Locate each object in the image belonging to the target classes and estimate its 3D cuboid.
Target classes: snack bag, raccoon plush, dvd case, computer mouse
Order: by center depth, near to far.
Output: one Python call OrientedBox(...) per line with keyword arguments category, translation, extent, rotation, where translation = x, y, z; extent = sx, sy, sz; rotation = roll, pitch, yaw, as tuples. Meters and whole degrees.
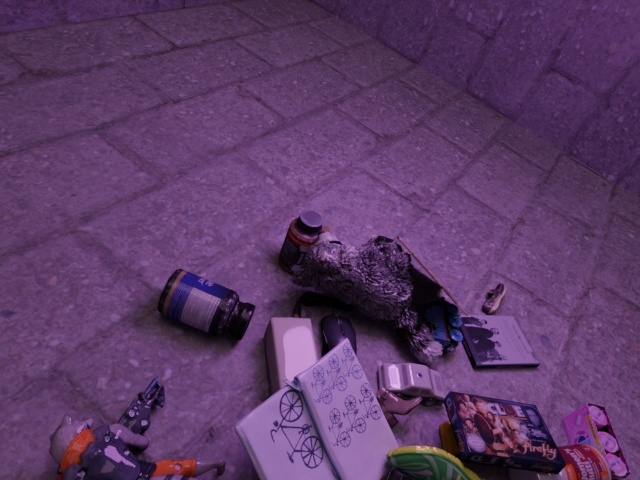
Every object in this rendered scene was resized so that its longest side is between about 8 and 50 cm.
OrientedBox(category="snack bag", translation=(0.009, 0.427, 0.988), extent=(0.342, 0.037, 0.323), rotation=(-26, 93, -40))
OrientedBox(category="raccoon plush", translation=(0.135, 0.154, 1.261), extent=(0.299, 0.216, 0.446), rotation=(-12, 52, -47))
OrientedBox(category="computer mouse", translation=(0.016, 0.238, 1.277), extent=(0.183, 0.060, 0.262), rotation=(14, 43, -12))
OrientedBox(category="dvd case", translation=(0.547, 0.313, 1.459), extent=(0.238, 0.030, 0.179), rotation=(5, 45, -20))

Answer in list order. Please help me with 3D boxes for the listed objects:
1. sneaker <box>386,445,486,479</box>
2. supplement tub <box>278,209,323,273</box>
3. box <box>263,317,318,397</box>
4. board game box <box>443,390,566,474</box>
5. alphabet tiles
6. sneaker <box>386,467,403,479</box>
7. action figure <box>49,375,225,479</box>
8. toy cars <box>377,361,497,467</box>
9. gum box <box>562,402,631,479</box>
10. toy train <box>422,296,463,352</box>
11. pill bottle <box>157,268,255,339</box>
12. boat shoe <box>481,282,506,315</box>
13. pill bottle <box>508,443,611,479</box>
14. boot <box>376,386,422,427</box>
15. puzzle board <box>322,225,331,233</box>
OrientedBox(category="sneaker", translation=(0.276, 0.550, 1.027), extent=(0.295, 0.109, 0.124), rotation=(33, 48, -4))
OrientedBox(category="supplement tub", translation=(-0.053, 0.003, 1.380), extent=(0.105, 0.198, 0.106), rotation=(12, 45, -12))
OrientedBox(category="box", translation=(-0.065, 0.325, 1.129), extent=(0.113, 0.094, 0.275), rotation=(6, 45, -19))
OrientedBox(category="board game box", translation=(0.429, 0.452, 1.107), extent=(0.243, 0.042, 0.165), rotation=(12, 31, -11))
OrientedBox(category="alphabet tiles", translation=(0.330, 0.097, 1.410), extent=(0.285, 0.011, 0.342), rotation=(49, 7, 4))
OrientedBox(category="sneaker", translation=(0.119, 0.565, 0.968), extent=(0.051, 0.089, 0.170), rotation=(17, 31, 35))
OrientedBox(category="action figure", translation=(-0.335, 0.402, 0.881), extent=(0.330, 0.179, 0.341), rotation=(27, 44, -10))
OrientedBox(category="toy cars", translation=(0.326, 0.431, 1.200), extent=(0.393, 0.087, 0.176), rotation=(40, 45, 17))
OrientedBox(category="gum box", translation=(0.730, 0.549, 1.245), extent=(0.062, 0.107, 0.189), rotation=(15, 43, -9))
OrientedBox(category="toy train", translation=(0.361, 0.250, 1.402), extent=(0.105, 0.080, 0.184), rotation=(16, 43, -8))
OrientedBox(category="pill bottle", translation=(-0.281, 0.166, 1.173), extent=(0.219, 0.123, 0.123), rotation=(23, 42, -2))
OrientedBox(category="boat shoe", translation=(0.587, 0.188, 1.582), extent=(0.049, 0.056, 0.152), rotation=(37, 44, 7))
OrientedBox(category="pill bottle", translation=(0.585, 0.573, 1.147), extent=(0.221, 0.121, 0.121), rotation=(3, 46, -21))
OrientedBox(category="boot", translation=(0.182, 0.402, 1.166), extent=(0.118, 0.042, 0.087), rotation=(-38, 61, -7))
OrientedBox(category="puzzle board", translation=(0.000, 0.000, 1.545), extent=(0.096, 0.011, 0.128), rotation=(-1, 48, -26))
